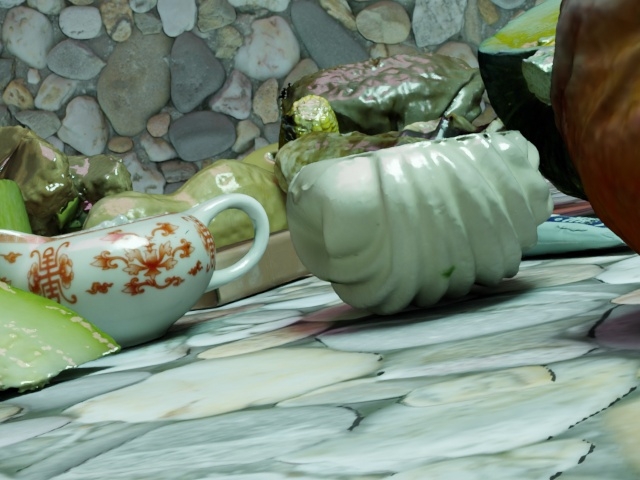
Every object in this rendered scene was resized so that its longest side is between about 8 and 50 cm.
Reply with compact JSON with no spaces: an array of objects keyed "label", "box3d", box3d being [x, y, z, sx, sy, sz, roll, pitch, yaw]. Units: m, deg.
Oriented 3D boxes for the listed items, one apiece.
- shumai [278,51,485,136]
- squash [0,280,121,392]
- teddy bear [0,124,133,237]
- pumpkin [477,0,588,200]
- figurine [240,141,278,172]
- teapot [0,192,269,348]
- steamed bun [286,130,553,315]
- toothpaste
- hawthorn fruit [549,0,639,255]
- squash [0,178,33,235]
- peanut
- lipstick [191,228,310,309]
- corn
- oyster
[{"label":"shumai","box3d":[0.081,-0.103,1.626,0.218,0.185,0.184,-3,-17,-17]},{"label":"squash","box3d":[-0.290,0.103,0.949,0.236,0.155,0.204,-12,41,-40]},{"label":"teddy bear","box3d":[-0.301,-0.003,1.548,0.246,0.222,0.296,-45,27,0]},{"label":"pumpkin","box3d":[0.300,-0.123,1.273,0.263,0.197,0.293,-27,17,-25]},{"label":"figurine","box3d":[0.024,-0.073,1.850,0.324,0.124,0.222,-10,0,-39]},{"label":"teapot","box3d":[-0.145,0.021,1.053,0.245,0.116,0.159,-17,-6,-34]},{"label":"steamed bun","box3d":[0.066,-0.010,0.930,0.182,0.106,0.183,-8,2,0]},{"label":"toothpaste","box3d":[0.168,-0.004,1.081,0.056,0.036,0.205,-15,10,-38]},{"label":"hawthorn fruit","box3d":[0.251,-0.070,0.703,0.241,0.242,0.271,-8,-24,39]},{"label":"squash","box3d":[-0.335,0.044,1.181,0.220,0.133,0.220,-17,3,1]},{"label":"peanut","box3d":[-0.129,-0.017,1.504,0.263,0.117,0.101,-17,7,-26]},{"label":"lipstick","box3d":[-0.061,0.023,1.235,0.045,0.045,0.145,-7,7,36]},{"label":"corn","box3d":[-0.011,-0.075,1.598,0.072,0.072,0.203,-12,-39,-9]},{"label":"oyster","box3d":[0.109,-0.088,1.479,0.294,0.094,0.166,-19,43,-11]}]
